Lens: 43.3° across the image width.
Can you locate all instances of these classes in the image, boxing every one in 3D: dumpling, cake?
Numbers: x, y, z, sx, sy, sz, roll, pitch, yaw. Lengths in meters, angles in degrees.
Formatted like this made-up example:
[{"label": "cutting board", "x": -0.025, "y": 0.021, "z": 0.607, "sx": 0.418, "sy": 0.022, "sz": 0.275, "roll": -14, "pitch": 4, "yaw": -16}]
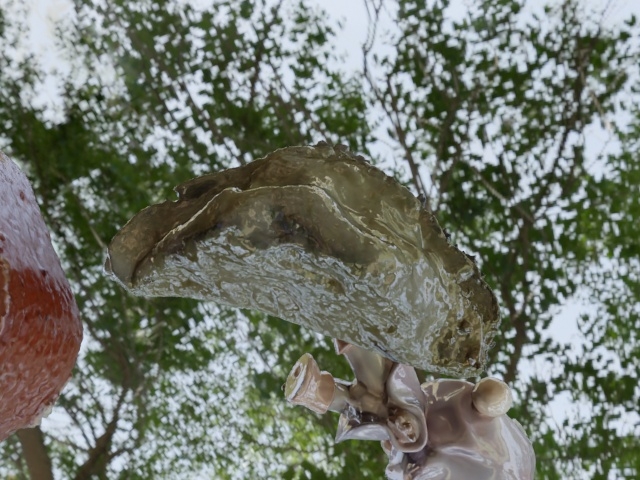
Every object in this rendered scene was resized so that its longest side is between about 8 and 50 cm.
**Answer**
[{"label": "dumpling", "x": -0.001, "y": 0.004, "z": 0.643, "sx": 0.332, "sy": 0.166, "sz": 0.086, "roll": 13, "pitch": -174, "yaw": -4}, {"label": "cake", "x": -0.287, "y": 0.024, "z": 0.584, "sx": 0.176, "sy": 0.151, "sz": 0.283, "roll": -21, "pitch": -110, "yaw": -1}]

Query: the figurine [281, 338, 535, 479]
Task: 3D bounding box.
[{"label": "figurine", "x": 0.098, "y": 0.184, "z": 0.791, "sx": 0.200, "sy": 0.276, "sz": 0.133, "roll": -45, "pitch": -169, "yaw": 50}]
